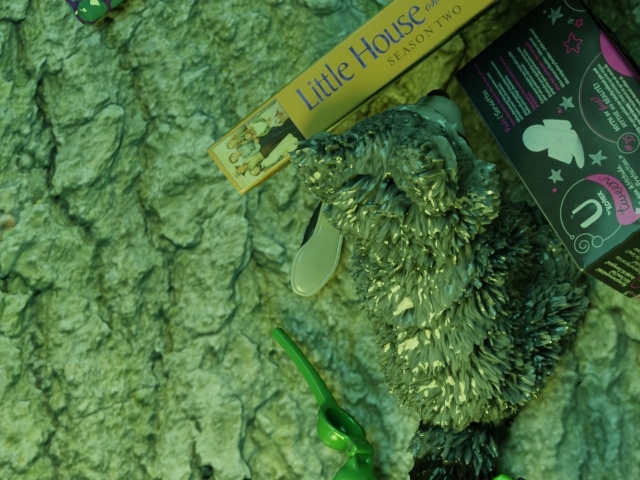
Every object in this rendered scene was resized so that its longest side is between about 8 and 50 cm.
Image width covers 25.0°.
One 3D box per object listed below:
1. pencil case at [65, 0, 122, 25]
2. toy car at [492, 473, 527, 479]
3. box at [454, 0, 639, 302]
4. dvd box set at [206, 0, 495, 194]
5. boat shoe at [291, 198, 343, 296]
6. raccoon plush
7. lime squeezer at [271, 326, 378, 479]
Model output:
[{"bbox_3d":[-0.251,-0.334,1.796,0.151,0.064,0.070,-33,23,19],"label":"pencil case"},{"bbox_3d":[0.249,0.283,1.307,0.225,0.053,0.239,29,91,18],"label":"toy car"},{"bbox_3d":[0.264,-0.086,1.365,0.142,0.163,0.247,-37,61,17],"label":"box"},{"bbox_3d":[0.102,-0.214,1.414,0.420,0.307,0.062,-37,92,20],"label":"dvd box set"},{"bbox_3d":[0.000,0.000,1.567,0.046,0.038,0.125,18,90,-9],"label":"boat shoe"},{"bbox_3d":[0.112,0.086,1.321,0.216,0.299,0.447,-16,69,25],"label":"raccoon plush"},{"bbox_3d":[0.012,0.226,1.494,0.110,0.058,0.310,-34,58,52],"label":"lime squeezer"}]
